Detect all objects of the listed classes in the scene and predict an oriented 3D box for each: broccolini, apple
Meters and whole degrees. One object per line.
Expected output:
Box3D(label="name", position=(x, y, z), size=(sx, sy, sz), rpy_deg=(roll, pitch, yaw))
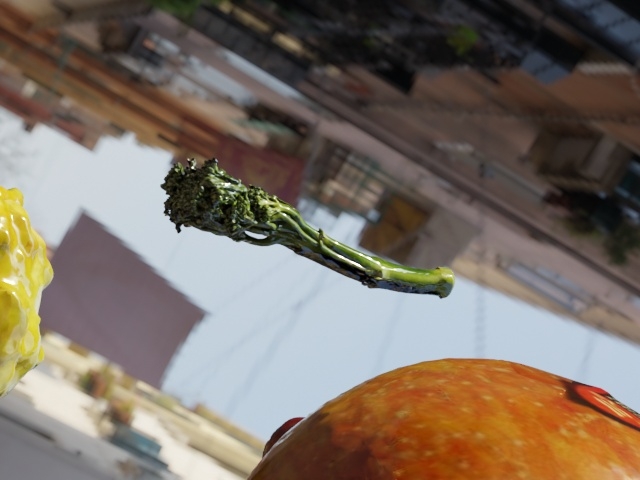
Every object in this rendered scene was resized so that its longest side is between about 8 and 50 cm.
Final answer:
Box3D(label="broccolini", position=(0.000, 0.000, 1.022), size=(0.051, 0.239, 0.054), rpy_deg=(29, -82, 59))
Box3D(label="apple", position=(0.066, 0.181, 0.684), size=(0.277, 0.309, 0.250), rpy_deg=(-29, -136, 9))

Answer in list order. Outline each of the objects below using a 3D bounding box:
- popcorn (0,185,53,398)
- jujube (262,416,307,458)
Box3D(label="popcorn", position=(-0.315, 0.042, 1.124), size=(0.192, 0.266, 0.233), rpy_deg=(-2, -89, 40))
Box3D(label="jujube", position=(0.011, 0.207, 1.374), size=(0.077, 0.129, 0.077), rpy_deg=(-51, 152, -41))
